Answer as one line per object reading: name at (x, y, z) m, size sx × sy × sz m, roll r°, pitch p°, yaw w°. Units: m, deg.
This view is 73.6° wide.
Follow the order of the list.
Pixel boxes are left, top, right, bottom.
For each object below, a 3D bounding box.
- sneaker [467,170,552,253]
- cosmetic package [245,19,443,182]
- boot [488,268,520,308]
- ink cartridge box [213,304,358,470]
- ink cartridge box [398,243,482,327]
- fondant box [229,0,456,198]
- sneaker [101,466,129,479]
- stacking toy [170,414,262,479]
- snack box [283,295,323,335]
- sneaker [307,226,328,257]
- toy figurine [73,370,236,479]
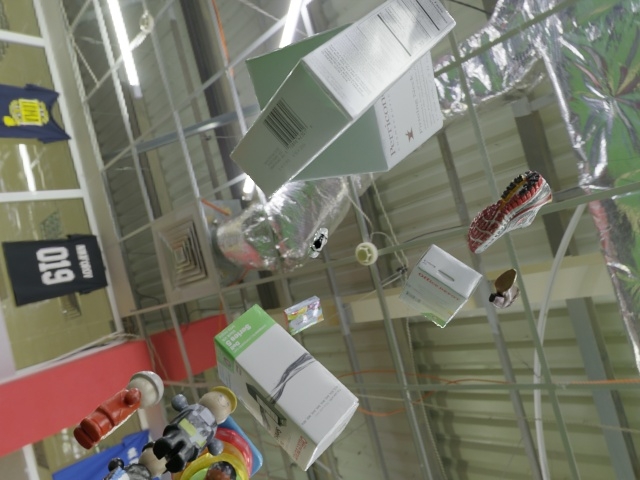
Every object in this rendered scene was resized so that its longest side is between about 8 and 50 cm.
sneaker at (0.438, -0.048, 0.988) m, size 0.225 × 0.093 × 0.088 m, roll -47°, pitch -156°, yaw 21°
cosmetic package at (0.085, -0.381, 1.136) m, size 0.328 × 0.394 × 0.329 m, roll 0°, pitch -62°, yaw 37°
boot at (0.481, 0.124, 1.091) m, size 0.118 × 0.087 × 0.042 m, roll -62°, pitch -142°, yaw 26°
ink cartridge box at (-0.077, 0.290, 0.844) m, size 0.273 × 0.115 × 0.198 m, roll 39°, pitch -35°, yaw 21°
ink cartridge box at (0.319, 0.128, 1.165) m, size 0.154 × 0.093 × 0.212 m, roll 34°, pitch -25°, yaw 16°
fondant box at (0.035, -0.231, 0.656) m, size 0.096 × 0.330 × 0.238 m, roll 48°, pitch -35°, yaw -9°
sneaker at (-0.182, 0.251, 0.356) m, size 0.052 × 0.135 × 0.058 m, roll -42°, pitch -83°, yaw 6°
stacking toy at (-0.194, 0.467, 0.780) m, size 0.175 × 0.166 × 0.302 m, roll 56°, pitch -12°, yaw -11°
snack box at (-0.063, 0.281, 1.606) m, size 0.037 × 0.141 × 0.100 m, roll 36°, pitch -39°, yaw 51°
sneaker at (0.000, 0.000, 1.221) m, size 0.040 × 0.109 × 0.043 m, roll 27°, pitch -38°, yaw -4°
toy figurine at (-0.230, 0.316, 0.641) m, size 0.210 × 0.148 × 0.212 m, roll 1°, pitch -77°, yaw 19°
